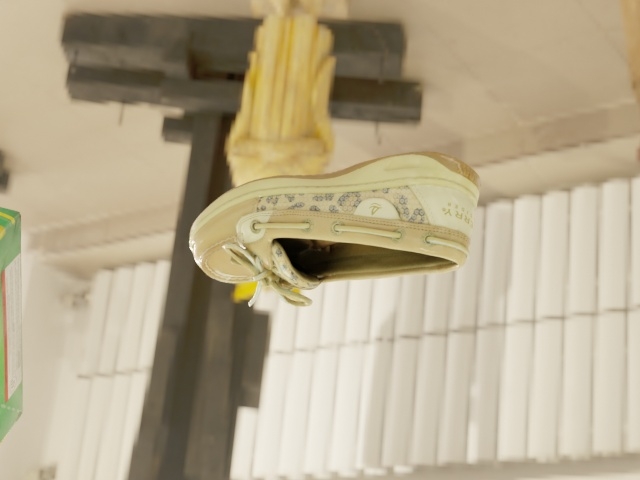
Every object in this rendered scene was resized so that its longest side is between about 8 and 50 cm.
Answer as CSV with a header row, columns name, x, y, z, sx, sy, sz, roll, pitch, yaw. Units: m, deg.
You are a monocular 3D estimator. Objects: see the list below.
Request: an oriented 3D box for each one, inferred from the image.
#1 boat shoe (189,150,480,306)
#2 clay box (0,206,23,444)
name,x,y,z,sx,sy,sz,roll,pitch,yaw
boat shoe,0.000,0.000,1.184,0.285,0.089,0.104,-15,147,37
clay box,-0.256,0.023,0.688,0.222,0.053,0.127,15,124,10
